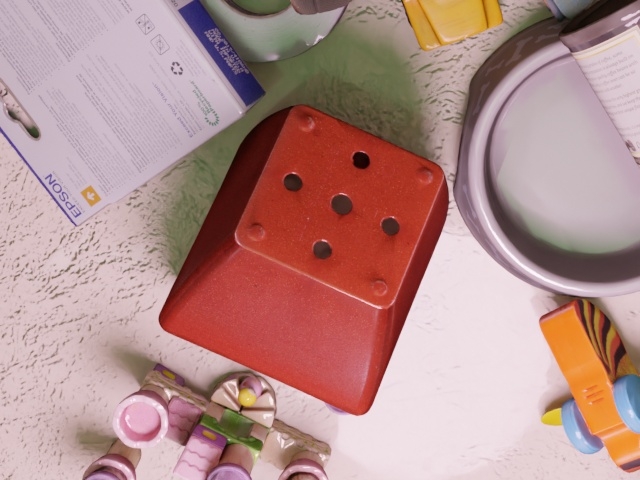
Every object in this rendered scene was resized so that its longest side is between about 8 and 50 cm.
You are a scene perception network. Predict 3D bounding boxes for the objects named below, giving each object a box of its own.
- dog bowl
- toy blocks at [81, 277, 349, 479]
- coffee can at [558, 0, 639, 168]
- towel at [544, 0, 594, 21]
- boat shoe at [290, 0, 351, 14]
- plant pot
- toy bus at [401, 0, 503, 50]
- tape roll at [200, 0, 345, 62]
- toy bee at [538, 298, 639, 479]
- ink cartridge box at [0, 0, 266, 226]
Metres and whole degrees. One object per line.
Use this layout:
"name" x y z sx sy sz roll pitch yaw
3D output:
"dog bowl" 0.324 -0.092 1.701 0.349 0.102 0.349 1 101 4
"toy blocks" -0.108 0.237 1.707 0.288 0.260 0.309 27 101 -2
"coffee can" 0.406 -0.152 1.531 0.201 0.201 0.275 -31 98 8
"towel" 0.275 -0.457 1.586 0.271 0.040 0.370 -38 120 5
"boat shoe" -0.022 -0.412 1.581 0.122 0.120 0.324 -14 112 -17
"plant pot" 0.000 0.000 1.614 0.267 0.236 0.267 24 67 -1
"toy bus" 0.107 -0.383 1.641 0.108 0.130 0.333 -20 99 7
"tape roll" -0.068 -0.317 1.694 0.219 0.072 0.219 1 102 3
"toy bee" 0.359 0.217 1.752 0.195 0.162 0.298 -4 88 35
"ink cartridge box" -0.272 -0.218 1.695 0.330 0.071 0.324 -29 101 40
